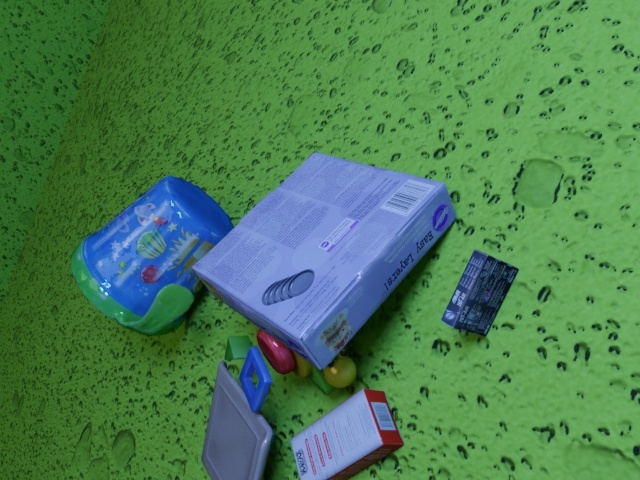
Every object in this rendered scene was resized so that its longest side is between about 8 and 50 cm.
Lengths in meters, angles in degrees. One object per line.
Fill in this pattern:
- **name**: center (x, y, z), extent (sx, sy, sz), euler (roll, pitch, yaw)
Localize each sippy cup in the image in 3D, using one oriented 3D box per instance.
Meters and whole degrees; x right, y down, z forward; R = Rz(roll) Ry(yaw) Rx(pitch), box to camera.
- **sippy cup**: center (-0.282, 0.014, 0.976), extent (0.224, 0.240, 0.305), euler (-45, 71, 13)

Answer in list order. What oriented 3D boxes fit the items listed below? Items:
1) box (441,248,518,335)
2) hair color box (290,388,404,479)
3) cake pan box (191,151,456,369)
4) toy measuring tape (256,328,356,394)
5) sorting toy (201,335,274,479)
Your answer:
- **box**: center (0.169, 0.057, 0.569), extent (0.018, 0.067, 0.083), euler (30, 99, 49)
- **hair color box**: center (0.029, 0.249, 0.666), extent (0.141, 0.043, 0.072), euler (-42, 48, 27)
- **cake pan box**: center (0.000, 0.000, 0.683), extent (0.246, 0.070, 0.267), euler (22, 61, 44)
- **toy measuring tape**: center (-0.060, 0.097, 0.761), extent (0.330, 0.121, 0.121), euler (33, 100, 48)
- **sorting toy**: center (-0.116, 0.300, 0.785), extent (0.196, 0.047, 0.347), euler (37, 118, 54)
